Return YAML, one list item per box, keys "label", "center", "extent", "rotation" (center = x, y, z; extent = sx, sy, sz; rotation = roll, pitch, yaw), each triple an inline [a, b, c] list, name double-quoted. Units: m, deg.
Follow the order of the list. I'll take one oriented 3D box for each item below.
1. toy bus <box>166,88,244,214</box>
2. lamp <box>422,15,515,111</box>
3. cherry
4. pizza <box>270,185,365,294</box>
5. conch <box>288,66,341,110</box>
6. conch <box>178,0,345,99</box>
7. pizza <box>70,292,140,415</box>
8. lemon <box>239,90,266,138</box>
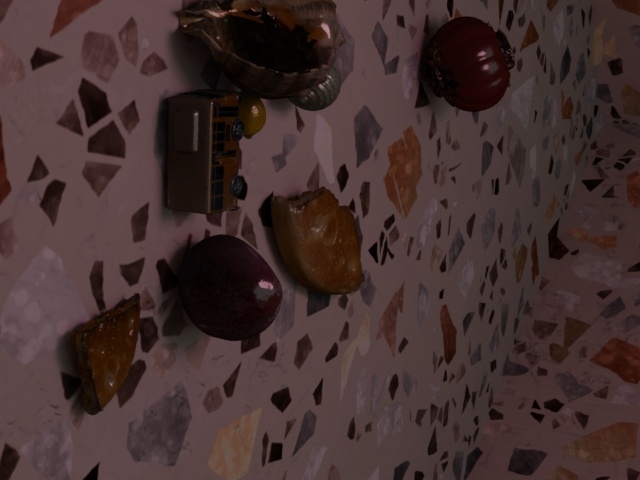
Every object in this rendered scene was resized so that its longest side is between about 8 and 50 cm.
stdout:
- label: "toy bus"
  center: [-0.177, -0.135, 1.389]
  extent: [0.103, 0.091, 0.182]
  rotation: [-17, 113, -60]
- label: "lamp"
  center: [0.342, -0.409, 2.167]
  extent: [0.227, 0.226, 0.227]
  rotation: [-22, 116, -58]
- label: "cherry"
  center: [-0.139, 0.081, 1.432]
  extent: [0.140, 0.176, 0.176]
  rotation: [-23, 119, -29]
- label: "pizza"
  center: [0.000, 0.000, 1.764]
  extent: [0.365, 0.073, 0.182]
  rotation: [41, 62, -57]
- label: "conch"
  center: [-0.027, -0.297, 1.616]
  extent: [0.135, 0.102, 0.153]
  rotation: [54, 16, -38]
- label: "conch"
  center: [-0.083, -0.302, 1.451]
  extent: [0.291, 0.159, 0.210]
  rotation: [-9, 68, -25]
- label: "pizza"
  center: [-0.303, 0.151, 1.274]
  extent: [0.131, 0.041, 0.178]
  rotation: [27, 73, -63]
- label: "lemon"
  center: [-0.120, -0.204, 1.506]
  extent: [0.065, 0.065, 0.092]
  rotation: [-50, 153, -45]
